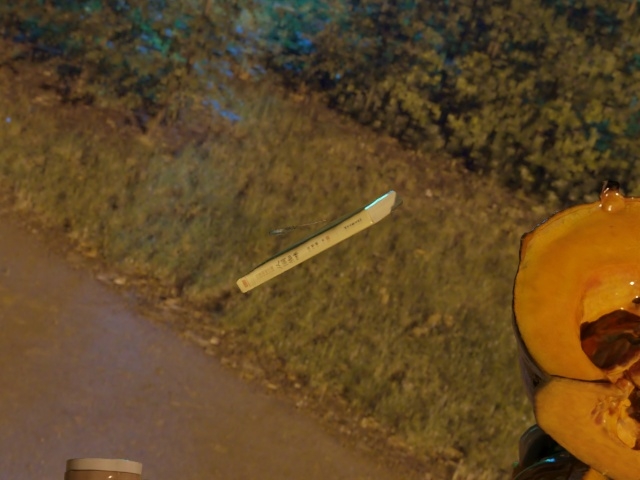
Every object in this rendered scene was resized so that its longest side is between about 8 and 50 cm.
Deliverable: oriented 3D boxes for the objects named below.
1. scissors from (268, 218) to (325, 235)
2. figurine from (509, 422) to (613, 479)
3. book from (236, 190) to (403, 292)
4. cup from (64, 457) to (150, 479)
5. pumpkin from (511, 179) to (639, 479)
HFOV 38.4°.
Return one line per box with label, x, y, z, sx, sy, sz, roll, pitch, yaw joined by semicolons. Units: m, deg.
scissors;-0.032;-0.018;1.281;0.083;0.006;0.036;-14;-7;12
figurine;0.253;0.209;0.811;0.205;0.185;0.332;24;61;10
book;0.000;-0.001;0.644;0.014;0.111;0.077;61;23;-1
cup;-0.209;0.265;0.884;0.074;0.099;0.102;1;-20;3
pumpkin;0.242;0.072;0.552;0.279;0.111;0.163;16;53;6
